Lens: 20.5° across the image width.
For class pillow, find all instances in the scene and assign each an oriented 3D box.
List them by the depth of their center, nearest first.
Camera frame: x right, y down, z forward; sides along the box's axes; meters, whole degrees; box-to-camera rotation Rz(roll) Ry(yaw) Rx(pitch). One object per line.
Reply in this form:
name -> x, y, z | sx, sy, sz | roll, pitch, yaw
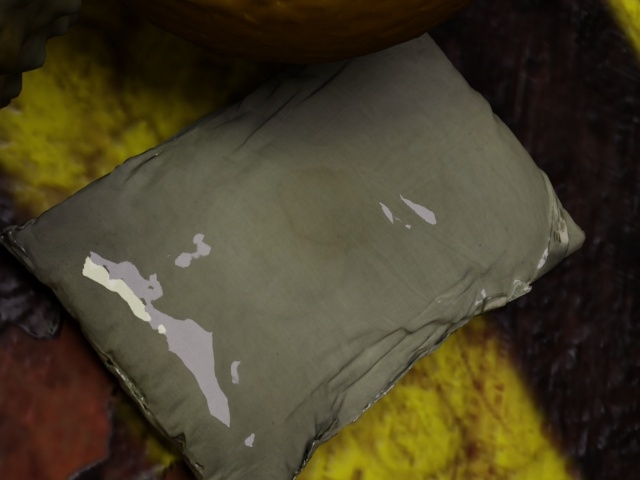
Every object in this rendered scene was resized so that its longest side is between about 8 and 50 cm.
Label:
pillow -> 0.000, 0.000, 0.724 | 0.229, 0.050, 0.148 | -36, 84, -38

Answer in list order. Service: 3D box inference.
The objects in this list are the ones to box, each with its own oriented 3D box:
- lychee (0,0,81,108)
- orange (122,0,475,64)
lychee -> -0.190, -0.120, 0.534 | 0.255, 0.274, 0.255 | 2, 88, -55
orange -> -0.006, -0.178, 0.687 | 0.236, 0.236, 0.236 | 13, 64, -27
